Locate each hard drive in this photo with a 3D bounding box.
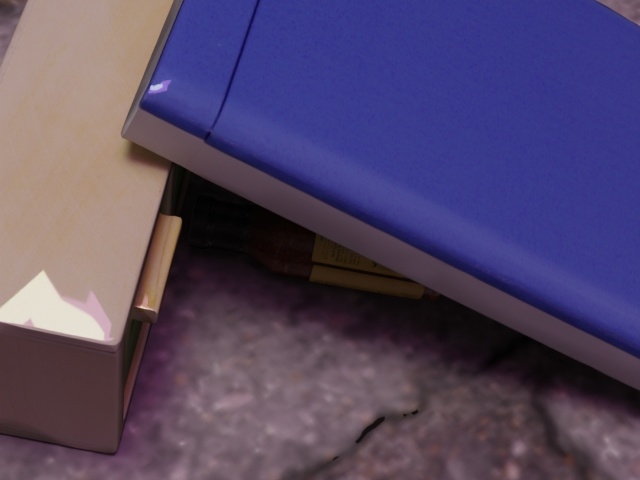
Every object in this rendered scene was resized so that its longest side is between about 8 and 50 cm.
[{"bbox_3d":[0.082,-0.063,0.578,0.318,0.040,0.210,26,51,-16],"label":"hard drive"}]

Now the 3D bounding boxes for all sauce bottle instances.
[{"bbox_3d":[0.000,0.000,0.584,0.128,0.042,0.042,12,54,-4],"label":"sauce bottle"}]

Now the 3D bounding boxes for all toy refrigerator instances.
[{"bbox_3d":[-0.100,-0.047,0.563,0.094,0.102,0.270,12,54,-2],"label":"toy refrigerator"}]
